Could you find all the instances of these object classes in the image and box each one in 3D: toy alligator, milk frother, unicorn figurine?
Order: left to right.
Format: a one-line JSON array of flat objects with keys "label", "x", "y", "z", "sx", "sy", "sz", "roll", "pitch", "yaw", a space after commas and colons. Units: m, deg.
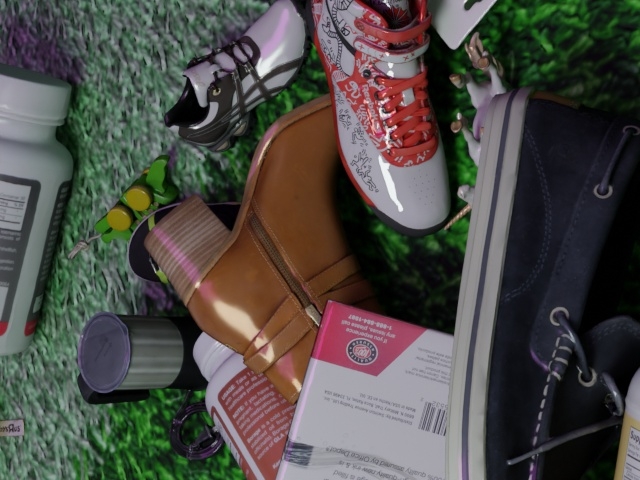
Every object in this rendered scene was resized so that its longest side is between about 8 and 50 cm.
[{"label": "toy alligator", "x": -0.211, "y": -0.024, "z": 1.844, "sx": 0.051, "sy": 0.056, "sz": 0.189, "roll": 41, "pitch": 122, "yaw": -8}, {"label": "milk frother", "x": -0.171, "y": 0.153, "z": 1.732, "sx": 0.143, "sy": 0.134, "sz": 0.129, "roll": 45, "pitch": 117, "yaw": 35}, {"label": "unicorn figurine", "x": 0.147, "y": -0.096, "z": 1.495, "sx": 0.060, "sy": 0.111, "sz": 0.162, "roll": 14, "pitch": 76, "yaw": 27}]

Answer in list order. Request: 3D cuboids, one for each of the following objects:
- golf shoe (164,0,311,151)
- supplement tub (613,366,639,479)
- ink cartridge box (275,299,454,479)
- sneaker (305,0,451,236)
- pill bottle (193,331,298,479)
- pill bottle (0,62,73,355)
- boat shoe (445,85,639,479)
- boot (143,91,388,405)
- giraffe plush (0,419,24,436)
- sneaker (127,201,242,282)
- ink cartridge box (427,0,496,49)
[{"label": "golf shoe", "x": -0.086, "y": -0.173, "z": 1.709, "sx": 0.198, "sy": 0.094, "sz": 0.077, "roll": -54, "pitch": 53, "yaw": 24}, {"label": "supplement tub", "x": 0.327, "y": 0.211, "z": 1.197, "sx": 0.241, "sy": 0.241, "sz": 0.331, "roll": 12, "pitch": 94, "yaw": 43}, {"label": "ink cartridge box", "x": 0.055, "y": 0.188, "z": 1.466, "sx": 0.172, "sy": 0.100, "sz": 0.237, "roll": 16, "pitch": 88, "yaw": 0}, {"label": "sneaker", "x": 0.063, "y": -0.143, "z": 1.515, "sx": 0.145, "sy": 0.090, "sz": 0.270, "roll": 131, "pitch": 121, "yaw": -70}, {"label": "pill bottle", "x": -0.037, "y": 0.173, "z": 1.616, "sx": 0.121, "sy": 0.121, "sz": 0.216, "roll": -51, "pitch": 56, "yaw": 27}, {"label": "pill bottle", "x": -0.386, "y": -0.041, "z": 1.918, "sx": 0.176, "sy": 0.176, "sz": 0.319, "roll": 23, "pitch": 102, "yaw": 41}, {"label": "boat shoe", "x": 0.190, "y": 0.108, "z": 1.323, "sx": 0.156, "sy": 0.187, "sz": 0.500, "roll": 4, "pitch": 68, "yaw": 13}, {"label": "boot", "x": 0.000, "y": 0.000, "z": 1.582, "sx": 0.220, "sy": 0.283, "sz": 0.109, "roll": 47, "pitch": 161, "yaw": 12}, {"label": "giraffe plush", "x": -0.487, "y": 0.245, "z": 1.992, "sx": 0.210, "sy": 0.170, "sz": 0.181, "roll": -29, "pitch": 67, "yaw": 37}, {"label": "sneaker", "x": -0.137, "y": 0.001, "z": 1.728, "sx": 0.234, "sy": 0.097, "sz": 0.084, "roll": -13, "pitch": 93, "yaw": 41}, {"label": "ink cartridge box", "x": 0.124, "y": -0.277, "z": 1.540, "sx": 0.115, "sy": 0.067, "sz": 0.198, "roll": -50, "pitch": 55, "yaw": 29}]
